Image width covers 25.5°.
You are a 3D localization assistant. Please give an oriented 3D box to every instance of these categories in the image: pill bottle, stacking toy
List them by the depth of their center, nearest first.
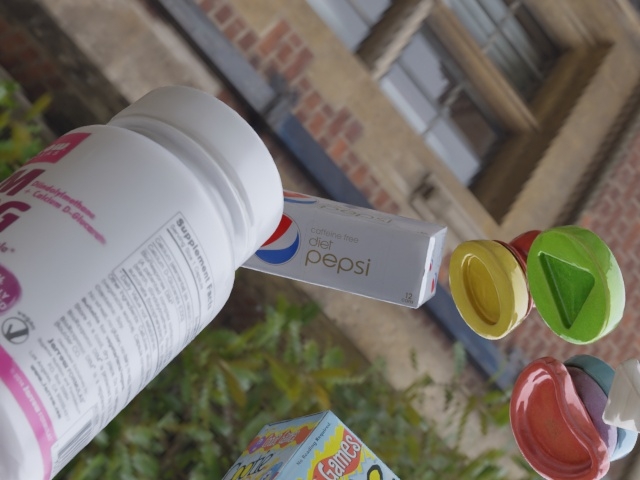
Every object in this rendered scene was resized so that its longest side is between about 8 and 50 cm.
[{"bbox_3d":[-0.158,0.026,0.916,0.160,0.160,0.283,-14,-156,47],"label":"pill bottle"},{"bbox_3d":[0.306,0.109,1.610,0.130,0.308,0.279,-18,173,-29],"label":"stacking toy"}]

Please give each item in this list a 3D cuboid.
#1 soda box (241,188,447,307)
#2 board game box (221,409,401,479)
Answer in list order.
[{"bbox_3d":[0.000,0.000,1.287,0.216,0.069,0.074,13,-169,15],"label":"soda box"},{"bbox_3d":[0.033,0.300,1.255,0.142,0.275,0.144,-50,-169,-26],"label":"board game box"}]
